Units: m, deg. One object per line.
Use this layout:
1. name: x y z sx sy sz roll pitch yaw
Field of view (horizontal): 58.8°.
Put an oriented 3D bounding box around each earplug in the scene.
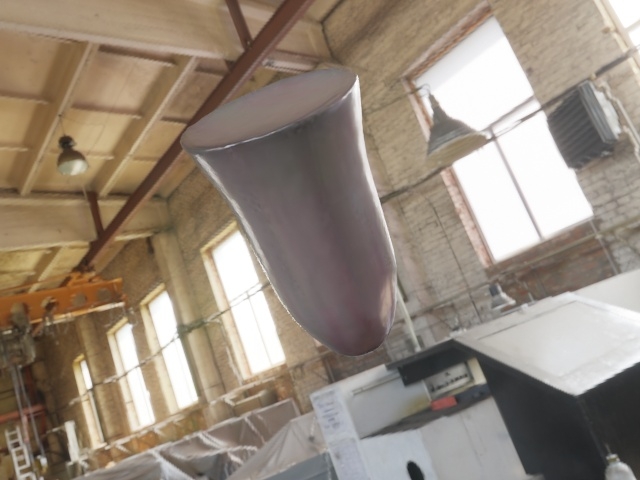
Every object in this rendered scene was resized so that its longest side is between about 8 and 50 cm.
1. earplug: 0.000 0.000 0.586 0.172 0.301 0.172 -17 27 9
